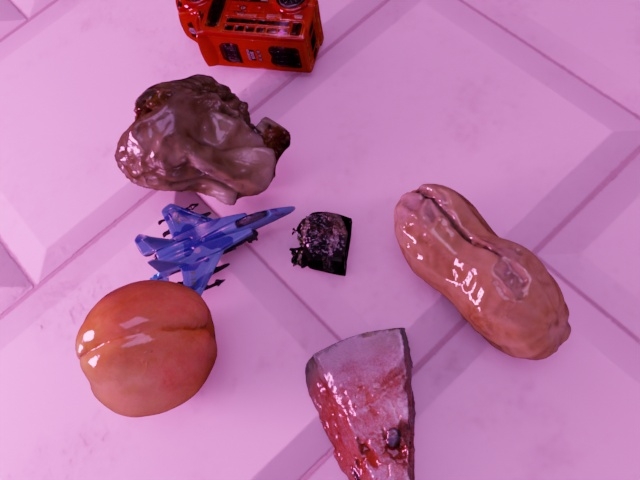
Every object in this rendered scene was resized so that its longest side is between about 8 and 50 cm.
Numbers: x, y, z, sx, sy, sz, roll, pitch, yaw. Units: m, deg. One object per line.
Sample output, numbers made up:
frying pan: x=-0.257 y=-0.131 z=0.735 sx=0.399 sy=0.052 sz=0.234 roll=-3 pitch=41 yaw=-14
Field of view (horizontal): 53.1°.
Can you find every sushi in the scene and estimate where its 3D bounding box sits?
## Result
sushi: x=0.000 y=0.000 z=0.942 sx=0.084 sy=0.056 sz=0.083 roll=7 pitch=67 yaw=10

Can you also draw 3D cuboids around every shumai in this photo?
shumai: x=-0.169 y=-0.135 z=0.968 sx=0.218 sy=0.256 sz=0.189 roll=30 pitch=115 yaw=0

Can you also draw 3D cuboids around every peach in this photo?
peach: x=-0.224 y=0.138 z=0.852 sx=0.184 sy=0.184 sz=0.184 roll=-3 pitch=66 yaw=7

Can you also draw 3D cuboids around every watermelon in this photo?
watermelon: x=0.066 y=0.236 z=0.820 sx=0.154 sy=0.094 sz=0.241 roll=-18 pitch=67 yaw=8

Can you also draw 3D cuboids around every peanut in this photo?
peanut: x=0.209 y=0.037 z=0.859 sx=0.130 sy=0.130 sz=0.290 roll=-40 pitch=64 yaw=-10

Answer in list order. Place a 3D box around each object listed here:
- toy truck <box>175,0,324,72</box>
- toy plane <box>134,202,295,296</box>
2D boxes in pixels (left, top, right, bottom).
toy truck: x=-0.128 y=-0.359 z=1.094 sx=0.252 sy=0.107 sz=0.114 roll=7 pitch=67 yaw=11
toy plane: x=-0.153 y=-0.002 z=0.958 sx=0.246 sy=0.078 sz=0.169 roll=-19 pitch=65 yaw=-8
